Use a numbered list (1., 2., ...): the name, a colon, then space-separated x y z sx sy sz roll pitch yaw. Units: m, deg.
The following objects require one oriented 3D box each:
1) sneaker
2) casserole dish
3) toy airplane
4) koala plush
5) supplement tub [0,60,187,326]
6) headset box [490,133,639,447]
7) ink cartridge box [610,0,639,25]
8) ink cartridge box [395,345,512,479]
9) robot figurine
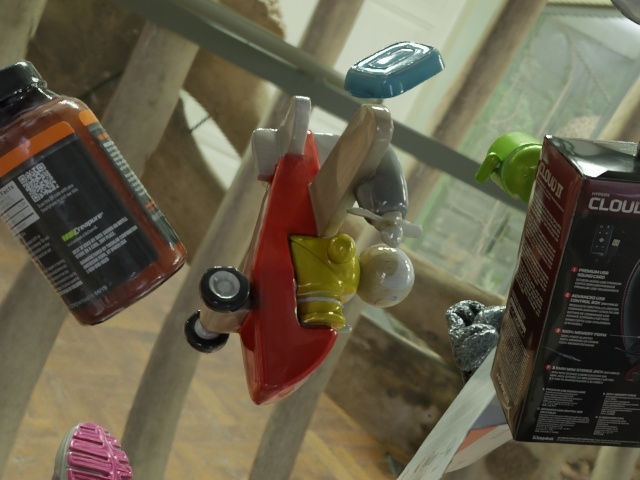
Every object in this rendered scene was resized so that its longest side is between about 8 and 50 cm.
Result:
1. sneaker: -0.299 0.335 0.891 0.103 0.111 0.252 41 30 -37
2. casserole dish: 0.119 -0.280 1.224 0.114 0.037 0.188 24 44 39
3. toy airplane: 0.000 0.000 1.029 0.272 0.384 0.386 19 8 -7
4. koala plush: 0.335 0.169 1.261 0.203 0.221 0.196 -87 158 -64
5. supplement tub: -0.198 -0.038 0.594 0.198 0.106 0.106 58 9 -10
6. headset box: 0.293 0.038 0.675 0.218 0.293 0.110 3 26 -3
7. ink cartridge box: 0.351 -0.259 0.829 0.179 0.045 0.145 11 28 27
8. ink cartridge box: 0.201 0.249 0.940 0.091 0.385 0.308 37 -27 9
9. robot figurine: 0.229 -0.083 0.855 0.101 0.067 0.115 9 20 -12
